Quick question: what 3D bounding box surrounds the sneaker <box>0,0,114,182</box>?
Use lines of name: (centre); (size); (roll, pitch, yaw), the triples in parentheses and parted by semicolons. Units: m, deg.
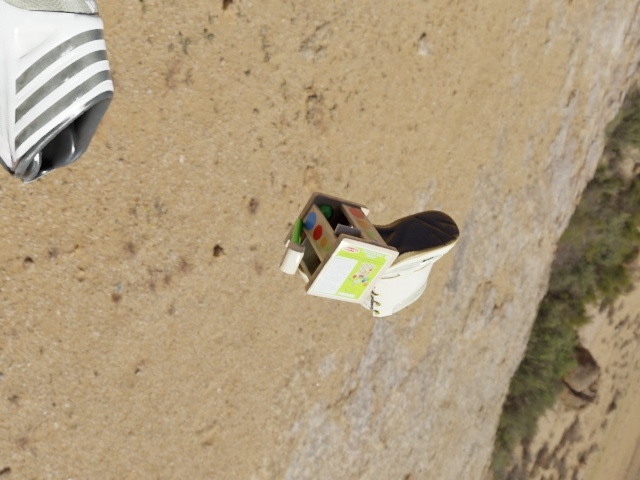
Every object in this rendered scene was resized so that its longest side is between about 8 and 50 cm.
sneaker: (-0.448, -0.182, 0.717); (0.169, 0.448, 0.257); (-43, 125, -67)

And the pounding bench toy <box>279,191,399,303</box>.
pounding bench toy: (0.000, 0.000, 0.441); (0.083, 0.065, 0.052); (14, 121, -35)

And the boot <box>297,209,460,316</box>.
boot: (0.063, 0.045, 0.792); (0.213, 0.077, 0.165); (-13, 150, -18)
